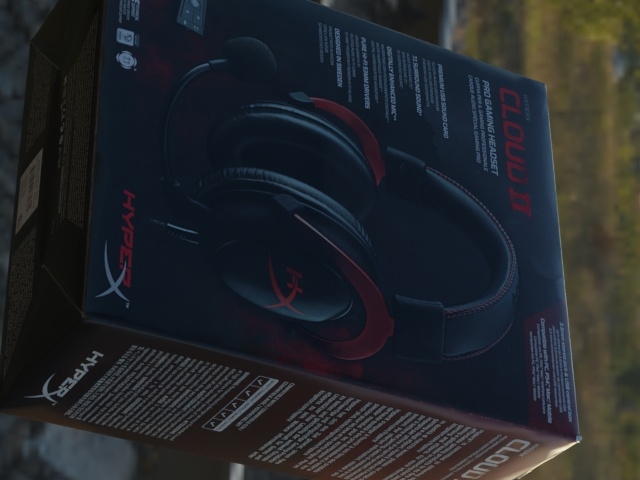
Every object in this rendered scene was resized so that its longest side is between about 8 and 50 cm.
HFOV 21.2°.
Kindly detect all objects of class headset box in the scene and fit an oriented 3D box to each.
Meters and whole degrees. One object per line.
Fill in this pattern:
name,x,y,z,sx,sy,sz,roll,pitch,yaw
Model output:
headset box,0.000,0.000,0.859,0.110,0.293,0.218,-42,-141,48
